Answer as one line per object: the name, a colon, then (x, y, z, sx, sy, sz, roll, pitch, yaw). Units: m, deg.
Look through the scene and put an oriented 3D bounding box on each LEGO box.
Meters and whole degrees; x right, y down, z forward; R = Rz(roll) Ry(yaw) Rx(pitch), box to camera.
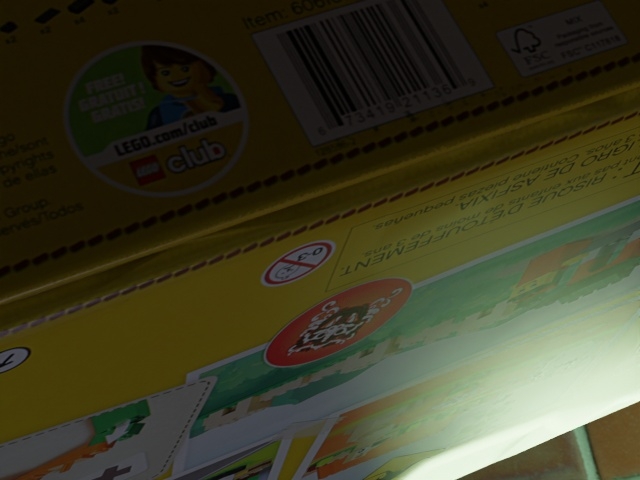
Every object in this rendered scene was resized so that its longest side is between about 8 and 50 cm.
LEGO box: (-0.031, -0.015, 0.598, 0.500, 0.193, 0.372, -19, 158, -21)
